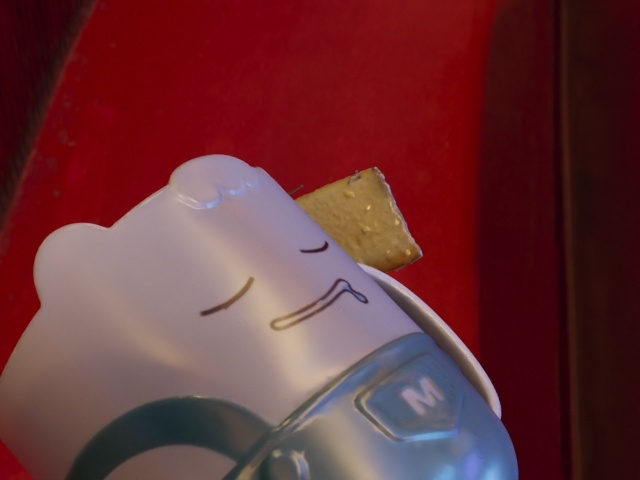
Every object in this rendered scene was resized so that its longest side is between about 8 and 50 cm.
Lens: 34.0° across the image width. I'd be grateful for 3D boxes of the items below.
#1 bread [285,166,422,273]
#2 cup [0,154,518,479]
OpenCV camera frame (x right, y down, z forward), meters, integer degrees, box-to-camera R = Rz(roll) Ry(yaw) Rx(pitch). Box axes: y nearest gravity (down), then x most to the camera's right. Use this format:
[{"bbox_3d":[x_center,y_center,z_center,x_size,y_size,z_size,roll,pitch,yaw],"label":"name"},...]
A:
[{"bbox_3d":[0.000,0.000,0.755,0.109,0.080,0.084,-21,87,-15],"label":"bread"},{"bbox_3d":[-0.012,0.104,0.611,0.257,0.219,0.289,45,36,18],"label":"cup"}]
